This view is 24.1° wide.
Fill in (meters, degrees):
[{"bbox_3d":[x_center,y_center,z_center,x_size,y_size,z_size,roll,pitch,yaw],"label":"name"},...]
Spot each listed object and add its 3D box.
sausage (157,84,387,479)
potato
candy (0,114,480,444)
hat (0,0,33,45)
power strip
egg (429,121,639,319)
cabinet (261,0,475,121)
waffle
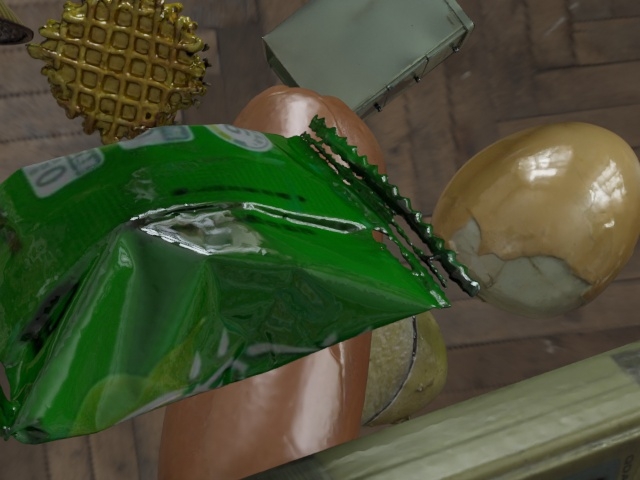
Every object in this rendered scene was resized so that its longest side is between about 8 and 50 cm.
[{"bbox_3d":[-0.025,0.043,0.949,0.121,0.121,0.304,12,60,-5],"label":"sausage"},{"bbox_3d":[0.083,0.130,1.751,0.117,0.202,0.182,18,119,-34],"label":"potato"},{"bbox_3d":[-0.057,0.007,0.607,0.203,0.078,0.141,-18,53,-17],"label":"candy"},{"bbox_3d":[-0.360,-0.243,1.409,0.193,0.193,0.082,8,85,-5],"label":"hat"},{"bbox_3d":[0.064,0.126,0.702,0.387,0.066,0.092,-17,131,-23],"label":"power strip"},{"bbox_3d":[0.240,-0.025,1.608,0.244,0.201,0.201,-42,94,-12],"label":"egg"},{"bbox_3d":[0.054,-0.235,1.789,0.206,0.145,0.150,-38,88,-2],"label":"cabinet"},{"bbox_3d":[-0.231,-0.209,1.776,0.193,0.070,0.197,-41,101,14],"label":"waffle"}]
